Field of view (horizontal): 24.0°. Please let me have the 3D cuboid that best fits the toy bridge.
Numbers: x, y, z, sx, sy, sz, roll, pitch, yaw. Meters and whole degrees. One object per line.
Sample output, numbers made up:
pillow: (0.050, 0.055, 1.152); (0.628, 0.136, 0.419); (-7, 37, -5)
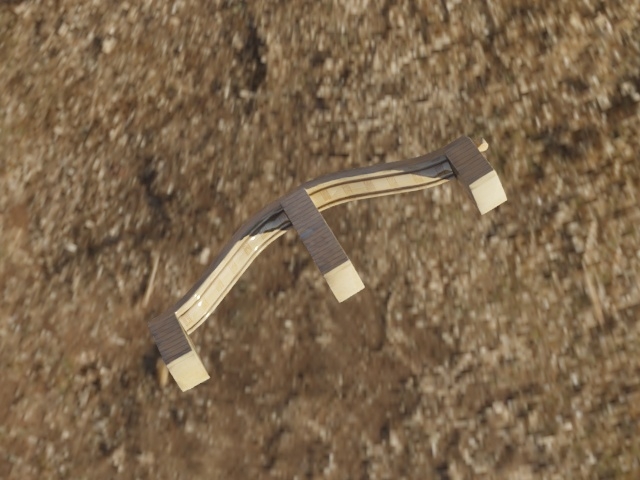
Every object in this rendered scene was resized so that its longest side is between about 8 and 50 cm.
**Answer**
toy bridge: (0.000, 0.000, 0.733); (0.188, 0.063, 0.026); (-31, 137, -1)
